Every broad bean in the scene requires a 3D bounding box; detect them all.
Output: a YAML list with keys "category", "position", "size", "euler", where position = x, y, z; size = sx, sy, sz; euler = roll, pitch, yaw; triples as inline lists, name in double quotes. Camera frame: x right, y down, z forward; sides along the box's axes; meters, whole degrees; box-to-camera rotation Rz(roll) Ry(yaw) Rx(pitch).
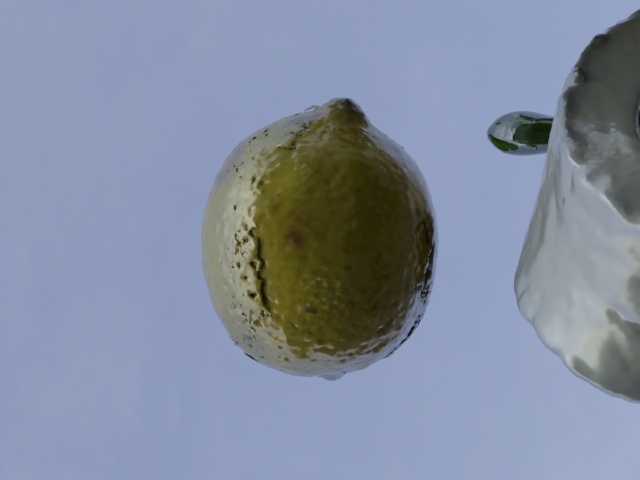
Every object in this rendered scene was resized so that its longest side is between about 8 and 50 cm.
- category: "broad bean"
  position: [0.266, -0.083, 0.904]
  size: [0.052, 0.256, 0.053]
  euler: [22, -96, -59]

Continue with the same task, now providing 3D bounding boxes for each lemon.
- category: "lemon"
  position: [0.000, 0.000, 1.089]
  size: [0.257, 0.258, 0.310]
  euler: [-5, -69, -24]

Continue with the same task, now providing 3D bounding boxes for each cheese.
- category: "cheese"
  position: [0.290, -0.022, 0.658]
  size: [0.332, 0.292, 0.153]
  euler: [-40, -32, -39]
